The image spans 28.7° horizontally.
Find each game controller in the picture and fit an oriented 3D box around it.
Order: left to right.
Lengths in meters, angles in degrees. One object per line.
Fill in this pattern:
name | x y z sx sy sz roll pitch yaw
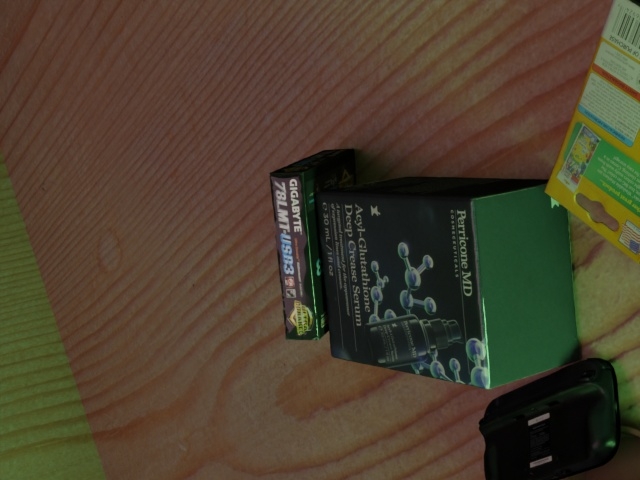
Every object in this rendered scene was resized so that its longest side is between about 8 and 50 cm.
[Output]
game controller | 0.360 0.300 1.981 0.319 0.067 0.167 -37 53 54

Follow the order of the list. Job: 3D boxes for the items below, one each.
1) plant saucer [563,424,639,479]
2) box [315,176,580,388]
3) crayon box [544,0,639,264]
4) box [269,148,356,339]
plant saucer | 0.483 0.410 1.893 0.277 0.041 0.278 20 116 49
box | 0.199 0.054 2.031 0.395 0.211 0.294 4 103 53
crayon box | 0.451 -0.158 1.731 0.203 0.083 0.323 44 132 38
box | 0.000 0.000 2.234 0.073 0.295 0.294 -2 101 19
